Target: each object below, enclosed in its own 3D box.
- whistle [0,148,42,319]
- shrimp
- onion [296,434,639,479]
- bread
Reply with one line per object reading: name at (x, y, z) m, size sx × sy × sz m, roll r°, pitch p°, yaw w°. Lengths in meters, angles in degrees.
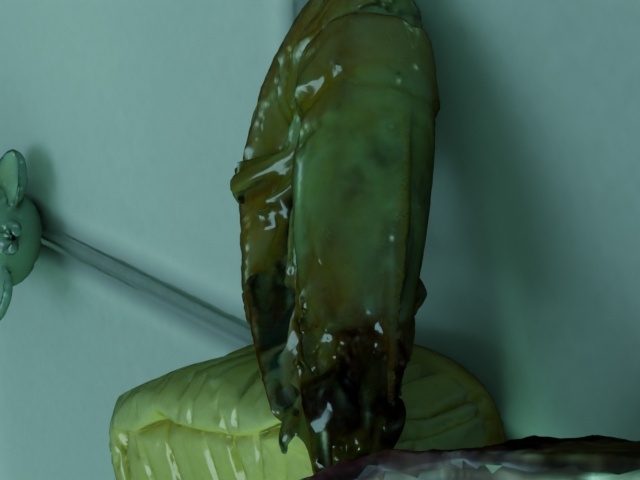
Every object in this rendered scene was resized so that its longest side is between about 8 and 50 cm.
whistle at (-0.260, -0.006, 1.048) m, size 0.236 × 0.077 × 0.114 m, roll 3°, pitch 86°, yaw 55°
shrimp at (0.001, 0.001, 0.648) m, size 0.145 × 0.061 × 0.267 m, roll -43°, pitch 42°, yaw 41°
onion at (0.133, 0.172, 0.554) m, size 0.280 × 0.146 × 0.314 m, roll 1°, pitch 120°, yaw 11°
bread at (-0.004, 0.117, 0.737) m, size 0.236 × 0.106 × 0.140 m, roll -6°, pitch 97°, yaw 52°
